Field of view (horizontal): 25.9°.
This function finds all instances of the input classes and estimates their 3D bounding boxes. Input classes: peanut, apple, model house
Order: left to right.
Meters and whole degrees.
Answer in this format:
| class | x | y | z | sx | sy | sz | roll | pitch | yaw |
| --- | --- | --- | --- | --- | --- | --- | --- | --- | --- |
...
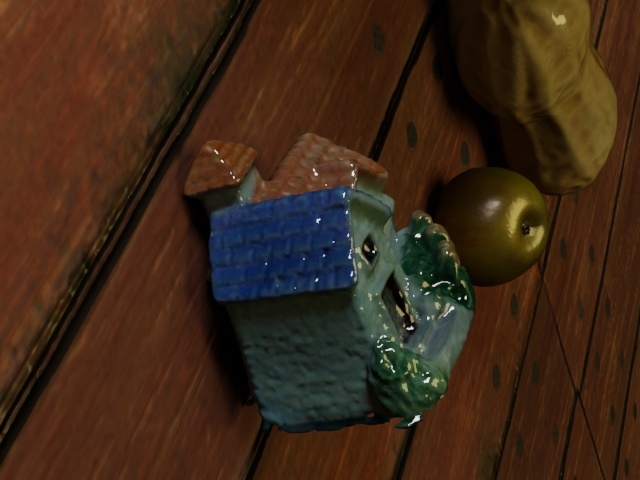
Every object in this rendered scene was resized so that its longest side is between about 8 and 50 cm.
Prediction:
| class | x | y | z | sx | sy | sz | roll | pitch | yaw |
| --- | --- | --- | --- | --- | --- | --- | --- | --- | --- |
| model house | 0.000 | 0.000 | 0.710 | 0.149 | 0.119 | 0.148 | 65 | 31 | -25 |
| apple | 0.123 | -0.009 | 1.019 | 0.089 | 0.074 | 0.089 | -8 | 102 | -46 |
| peanut | 0.171 | -0.132 | 1.097 | 0.274 | 0.111 | 0.125 | 57 | 42 | -47 |
